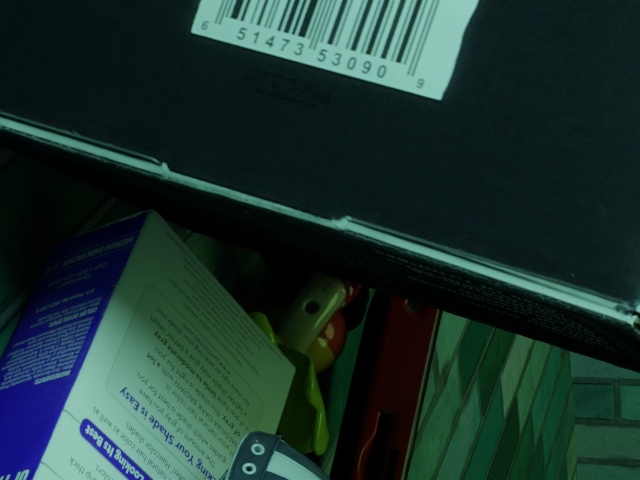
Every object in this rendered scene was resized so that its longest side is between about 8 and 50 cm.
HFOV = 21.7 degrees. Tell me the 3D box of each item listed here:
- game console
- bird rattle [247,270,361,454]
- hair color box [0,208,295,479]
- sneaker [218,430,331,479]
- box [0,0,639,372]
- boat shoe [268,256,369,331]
[{"bbox_3d":[0.051,0.202,1.676,0.342,0.060,0.386,104,0,-71],"label":"game console"},{"bbox_3d":[-0.016,0.068,1.544,0.253,0.143,0.207,-63,180,-18],"label":"bird rattle"},{"bbox_3d":[-0.144,0.166,1.121,0.185,0.110,0.339,50,37,-30],"label":"hair color box"},{"bbox_3d":[-0.089,0.192,1.009,0.282,0.099,0.153,13,44,-34],"label":"sneaker"},{"bbox_3d":[0.071,-0.112,1.178,0.472,0.480,0.297,34,74,-70],"label":"box"},{"bbox_3d":[0.000,0.000,1.646,0.335,0.112,0.095,58,32,-66],"label":"boat shoe"}]
